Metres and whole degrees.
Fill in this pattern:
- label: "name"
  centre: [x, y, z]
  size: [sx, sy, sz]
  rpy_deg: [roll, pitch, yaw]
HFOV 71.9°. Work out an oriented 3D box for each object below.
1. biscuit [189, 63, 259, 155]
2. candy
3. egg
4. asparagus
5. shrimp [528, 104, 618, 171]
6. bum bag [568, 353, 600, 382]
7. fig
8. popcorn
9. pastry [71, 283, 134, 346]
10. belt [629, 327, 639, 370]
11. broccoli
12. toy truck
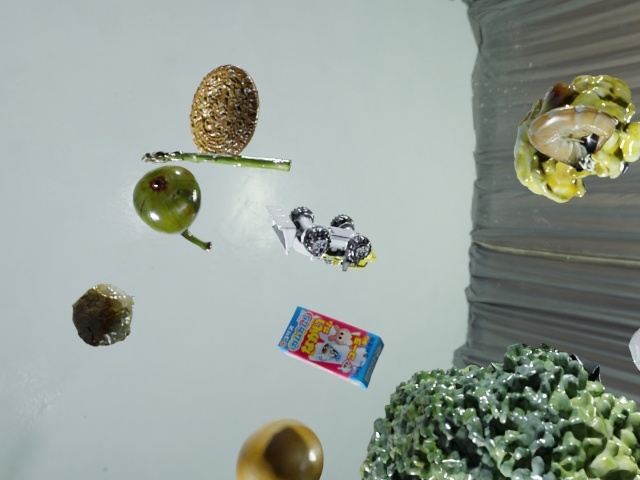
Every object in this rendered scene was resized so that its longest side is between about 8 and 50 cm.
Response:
- label: "biscuit"
  centre: [-0.307, -0.393, 1.360]
  size: [0.038, 0.304, 0.306]
  rpy_deg: [1, 94, -55]
- label: "candy"
  centre: [0.032, 0.336, 1.408]
  size: [0.158, 0.305, 0.100]
  rpy_deg: [-63, 152, -21]
- label: "egg"
  centre: [-0.141, 0.778, 1.547]
  size: [0.351, 0.282, 0.283]
  rpy_deg: [10, 88, -59]
- label: "asparagus"
  centre: [-0.171, -0.135, 0.743]
  size: [0.248, 0.025, 0.025]
  rpy_deg: [2, 110, -13]
- label: "shrimp"
  centre: [0.218, -0.083, 0.367]
  size: [0.108, 0.059, 0.023]
  rpy_deg: [15, 66, -34]
- label: "bum bag"
  centre: [0.568, 0.397, 0.967]
  size: [0.074, 0.136, 0.310]
  rpy_deg: [88, 9, -53]
- label: "fig"
  centre: [-0.341, -0.064, 1.049]
  size: [0.151, 0.151, 0.259]
  rpy_deg: [-53, 160, -22]
- label: "popcorn"
  centre: [0.436, -0.170, 0.762]
  size: [0.169, 0.218, 0.189]
  rpy_deg: [13, 46, -3]
- label: "pastry"
  centre: [-0.520, 0.179, 1.056]
  size: [0.153, 0.081, 0.154]
  rpy_deg: [0, 86, 1]
- label: "belt"
  centre: [0.618, 0.202, 0.709]
  size: [0.124, 0.201, 0.128]
  rpy_deg: [-17, 122, -22]
- label: "broccoli"
  centre: [0.154, 0.239, 0.355]
  size: [0.259, 0.288, 0.236]
  rpy_deg: [29, 42, -6]
- label: "toy truck"
  centre: [0.000, 0.000, 1.013]
  size: [0.285, 0.136, 0.111]
  rpy_deg: [12, 115, -31]
